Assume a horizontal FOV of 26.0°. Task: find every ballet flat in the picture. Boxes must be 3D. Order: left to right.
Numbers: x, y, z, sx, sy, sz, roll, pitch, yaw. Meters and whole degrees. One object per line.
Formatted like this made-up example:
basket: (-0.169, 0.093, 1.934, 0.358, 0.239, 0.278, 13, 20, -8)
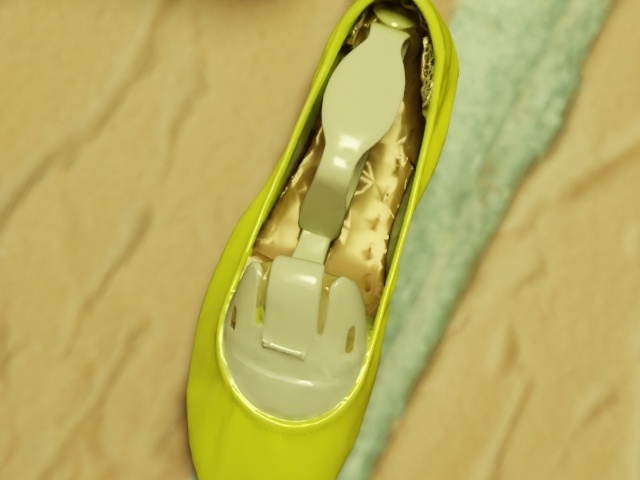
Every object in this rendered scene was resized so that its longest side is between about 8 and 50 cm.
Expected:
ballet flat: (0.000, 0.000, 0.551, 0.077, 0.077, 0.231, 18, 78, 3)
